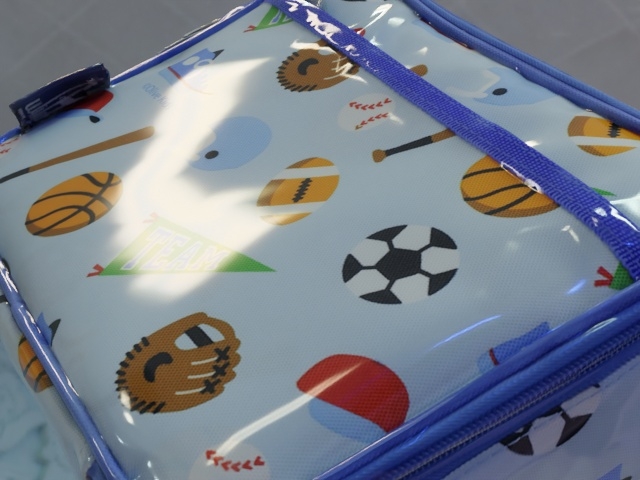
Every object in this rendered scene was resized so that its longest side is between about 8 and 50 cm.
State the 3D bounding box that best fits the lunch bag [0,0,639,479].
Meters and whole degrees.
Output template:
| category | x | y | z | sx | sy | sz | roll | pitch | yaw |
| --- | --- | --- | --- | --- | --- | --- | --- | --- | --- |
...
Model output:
| category | x | y | z | sx | sy | sz | roll | pitch | yaw |
| --- | --- | --- | --- | --- | --- | --- | --- | --- | --- |
| lunch bag | 0.000 | 0.000 | 0.449 | 0.243 | 0.303 | 0.115 | -30 | -51 | -11 |
